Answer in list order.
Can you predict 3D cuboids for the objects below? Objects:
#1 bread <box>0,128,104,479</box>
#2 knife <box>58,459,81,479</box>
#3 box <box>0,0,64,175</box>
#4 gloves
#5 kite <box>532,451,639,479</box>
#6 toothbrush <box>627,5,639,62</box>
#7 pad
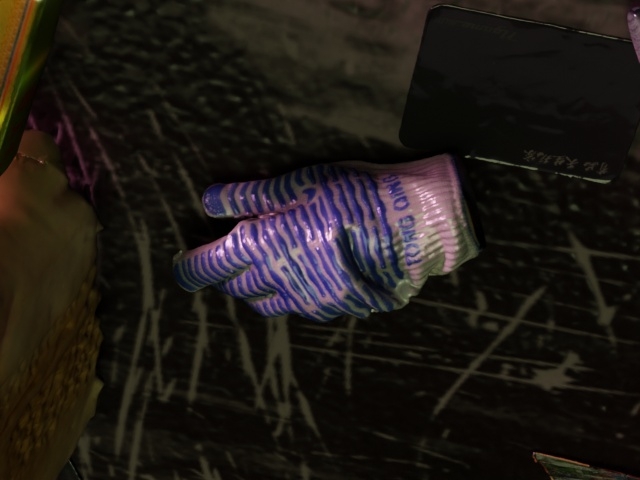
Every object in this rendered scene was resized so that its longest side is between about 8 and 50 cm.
[{"bbox_3d":[-0.290,0.092,0.927,0.211,0.270,0.315,14,133,13],"label":"bread"},{"bbox_3d":[-0.204,0.238,1.170,0.023,0.010,0.170,-11,122,6],"label":"knife"},{"bbox_3d":[-0.304,-0.171,0.797,0.311,0.043,0.173,32,136,0],"label":"box"},{"bbox_3d":[0.001,0.000,0.938,0.229,0.097,0.119,-15,92,22],"label":"gloves"},{"bbox_3d":[0.239,0.233,1.127,0.159,0.010,0.190,-21,120,21],"label":"kite"},{"bbox_3d":[0.292,-0.013,0.931,0.037,0.028,0.375,-37,120,-6],"label":"toothbrush"},{"bbox_3d":[0.138,-0.095,0.902,0.157,0.003,0.112,10,126,-2],"label":"pad"}]
